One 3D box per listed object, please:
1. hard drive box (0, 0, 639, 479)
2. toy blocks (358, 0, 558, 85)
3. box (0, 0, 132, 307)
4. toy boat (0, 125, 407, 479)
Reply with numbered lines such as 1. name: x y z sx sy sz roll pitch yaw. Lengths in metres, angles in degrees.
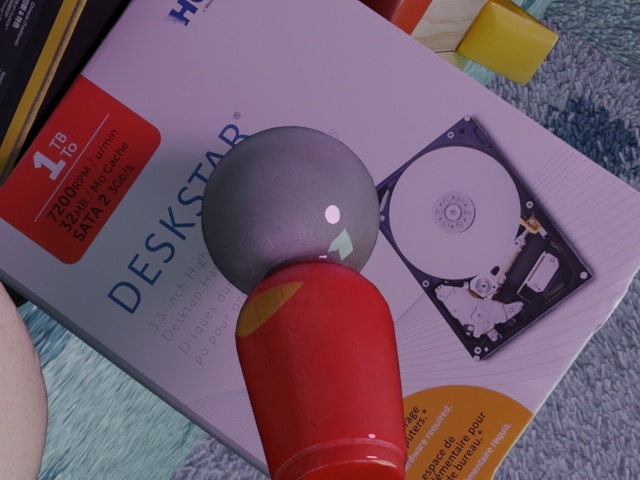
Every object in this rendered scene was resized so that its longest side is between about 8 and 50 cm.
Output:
1. hard drive box: 0.000 0.000 0.639 0.181 0.232 0.089 -56 172 2
2. toy blocks: 0.074 -0.231 1.018 0.381 0.190 0.261 -57 161 22
3. box: -0.096 -0.116 0.718 0.322 0.079 0.257 -59 174 30
4. toy boat: -0.128 0.037 0.520 0.267 0.318 0.148 97 -16 -53
